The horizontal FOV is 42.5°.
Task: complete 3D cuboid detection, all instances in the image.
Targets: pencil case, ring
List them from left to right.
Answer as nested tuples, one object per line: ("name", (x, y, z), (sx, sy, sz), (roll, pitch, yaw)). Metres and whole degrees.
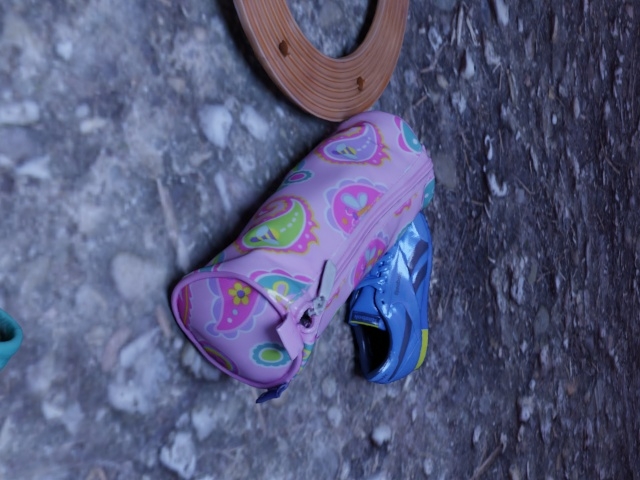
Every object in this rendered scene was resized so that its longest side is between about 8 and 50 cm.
("pencil case", (0.000, 0.000, 0.699), (0.284, 0.124, 0.124), (-49, 129, -45))
("ring", (0.002, -0.279, 0.763), (0.337, 0.032, 0.336), (-11, 102, -59))

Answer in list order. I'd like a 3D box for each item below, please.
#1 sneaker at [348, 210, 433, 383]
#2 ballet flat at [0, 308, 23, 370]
("sneaker", (0.067, 0.042, 0.842), (0.082, 0.069, 0.209), (-4, 94, -52))
("ballet flat", (-0.224, -0.017, 0.393), (0.087, 0.083, 0.247), (-33, 128, -13))
